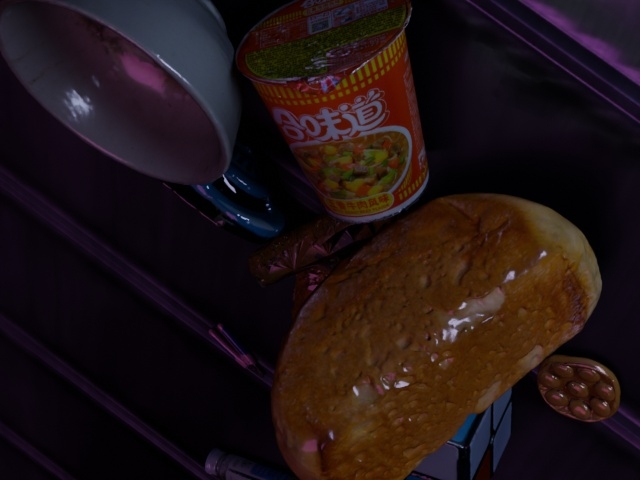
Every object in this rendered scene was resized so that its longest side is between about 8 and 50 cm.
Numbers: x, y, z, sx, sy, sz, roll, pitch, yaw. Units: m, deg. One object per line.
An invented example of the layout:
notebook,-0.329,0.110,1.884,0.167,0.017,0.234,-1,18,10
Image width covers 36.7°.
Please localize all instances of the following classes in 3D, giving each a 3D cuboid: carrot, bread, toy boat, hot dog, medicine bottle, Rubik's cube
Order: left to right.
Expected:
toy boat,-0.154,-0.121,1.218,0.299,0.134,0.092,38,109,-2
medicine bottle,-0.109,0.412,1.675,0.191,0.051,0.051,15,132,25
hot dog,-0.011,0.133,1.363,0.083,0.068,0.288,18,132,12
carrot,0.000,0.001,1.222,0.229,0.069,0.069,-26,109,32
hot dog,0.105,0.096,1.096,0.185,0.405,0.223,49,-178,-42
Rubik's cube,0.141,0.237,1.264,0.184,0.180,0.167,11,131,24
bread,0.323,0.184,1.209,0.110,0.024,0.110,18,132,21

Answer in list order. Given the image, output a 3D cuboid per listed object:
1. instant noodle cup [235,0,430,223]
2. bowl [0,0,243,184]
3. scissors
instant noodle cup,0.032,-0.135,1.038,0.193,0.193,0.212,5,135,31
bowl,-0.193,-0.204,1.054,0.289,0.146,0.289,24,155,12
scissors,-0.128,0.175,1.515,0.113,0.012,0.039,47,137,-8
